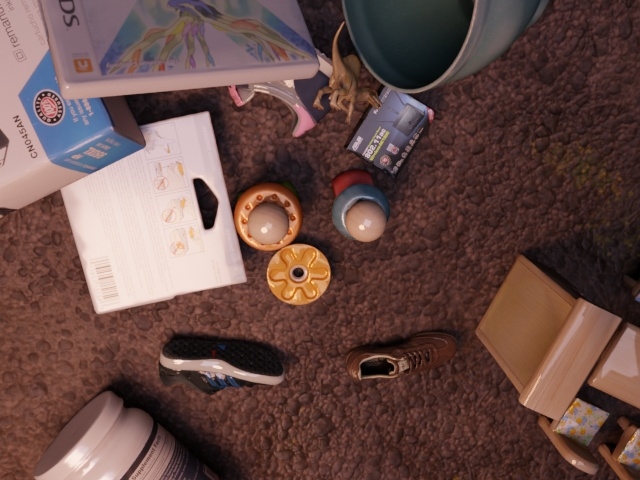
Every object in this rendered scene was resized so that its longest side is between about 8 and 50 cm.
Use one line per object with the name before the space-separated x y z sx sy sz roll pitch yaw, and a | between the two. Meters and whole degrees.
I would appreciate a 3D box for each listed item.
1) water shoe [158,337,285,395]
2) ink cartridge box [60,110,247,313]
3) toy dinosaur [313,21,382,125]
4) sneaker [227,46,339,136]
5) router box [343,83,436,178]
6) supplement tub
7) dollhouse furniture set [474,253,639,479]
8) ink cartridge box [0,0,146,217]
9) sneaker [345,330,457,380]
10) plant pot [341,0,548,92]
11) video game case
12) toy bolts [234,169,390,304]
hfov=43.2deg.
water shoe | -0.159 0.209 1.306 0.203 0.073 0.080 11 126 -4
ink cartridge box | -0.255 -0.046 1.223 0.238 0.060 0.275 -12 105 -3
toy dinosaur | 0.029 -0.223 1.127 0.053 0.183 0.093 20 76 30
sneaker | -0.118 -0.268 1.147 0.319 0.112 0.131 31 97 -11
router box | 0.106 -0.169 1.232 0.092 0.038 0.122 29 101 -11
supplement tub | -0.288 0.388 1.269 0.191 0.191 0.272 -43 105 7
dollhouse furniture set | 0.477 0.199 1.253 0.394 0.256 0.362 25 102 -11
ink cartridge box | -0.483 -0.176 1.080 0.394 0.166 0.286 -26 89 3
sneaker | 0.137 0.200 1.318 0.188 0.071 0.066 -12 106 -1
plant pot | 0.186 -0.357 1.084 0.196 0.293 0.293 -14 108 -28
video game case | -0.192 -0.327 1.025 0.329 0.036 0.300 -11 72 -26
toy bolts | 0.000 0.000 1.206 0.228 0.158 0.218 -17 106 0
